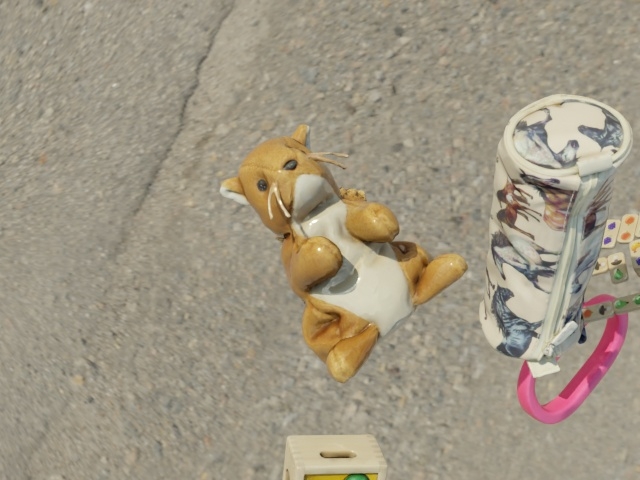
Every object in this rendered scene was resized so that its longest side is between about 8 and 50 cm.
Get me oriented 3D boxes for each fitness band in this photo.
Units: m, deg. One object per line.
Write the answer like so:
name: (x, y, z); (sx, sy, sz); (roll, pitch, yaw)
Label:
fitness band: (0.500, 0.229, 1.951); (0.291, 0.054, 0.209); (-47, 132, -12)

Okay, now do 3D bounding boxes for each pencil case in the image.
pencil case: (0.314, -0.005, 1.360); (0.160, 0.183, 0.410); (-16, 137, -13)

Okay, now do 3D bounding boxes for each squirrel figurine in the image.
squirrel figurine: (0.000, 0.000, 1.677); (0.281, 0.397, 0.370); (-41, 92, -5)

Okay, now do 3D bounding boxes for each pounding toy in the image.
pounding toy: (-0.014, 0.383, 1.381); (0.181, 0.094, 0.206); (2, 110, -13)

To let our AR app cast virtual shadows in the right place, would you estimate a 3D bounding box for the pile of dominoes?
pile of dominoes: (0.486, 0.034, 1.668); (0.040, 0.251, 0.196); (46, 36, -41)
